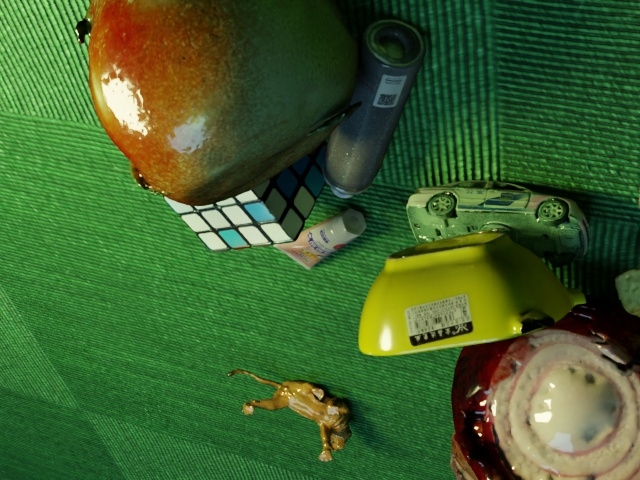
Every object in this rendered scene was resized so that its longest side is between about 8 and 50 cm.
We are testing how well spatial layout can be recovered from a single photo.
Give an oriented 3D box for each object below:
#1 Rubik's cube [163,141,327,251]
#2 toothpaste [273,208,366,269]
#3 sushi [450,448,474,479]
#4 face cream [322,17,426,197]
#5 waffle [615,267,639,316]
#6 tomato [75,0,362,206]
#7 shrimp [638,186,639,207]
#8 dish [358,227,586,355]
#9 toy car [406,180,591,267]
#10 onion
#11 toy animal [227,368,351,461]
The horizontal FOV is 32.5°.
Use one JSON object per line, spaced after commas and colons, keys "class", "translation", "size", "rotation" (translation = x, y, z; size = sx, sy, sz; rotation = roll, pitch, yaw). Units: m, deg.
{"class": "Rubik's cube", "translation": [-0.100, -0.093, 1.404], "size": [0.155, 0.151, 0.154], "rotation": [-7, 134, 41]}
{"class": "toothpaste", "translation": [0.000, 0.000, 1.570], "size": [0.067, 0.043, 0.194], "rotation": [34, 152, -15]}
{"class": "sushi", "translation": [0.318, 0.323, 1.734], "size": [0.161, 0.241, 0.107], "rotation": [51, 170, 39]}
{"class": "face cream", "translation": [0.055, -0.142, 1.301], "size": [0.073, 0.073, 0.283], "rotation": [24, 147, 3]}
{"class": "waffle", "translation": [0.485, 0.037, 1.233], "size": [0.168, 0.057, 0.274], "rotation": [13, 153, -27]}
{"class": "tomato", "translation": [-0.093, -0.187, 1.148], "size": [0.239, 0.303, 0.303], "rotation": [-16, 131, 25]}
{"class": "shrimp", "translation": [0.421, -0.079, 1.158], "size": [0.152, 0.063, 0.287], "rotation": [12, 148, 16]}
{"class": "dish", "translation": [0.163, 0.053, 1.294], "size": [0.262, 0.221, 0.108], "rotation": [-10, 96, 34]}
{"class": "toy car", "translation": [0.220, -0.027, 1.350], "size": [0.224, 0.076, 0.090], "rotation": [4, 141, 23]}
{"class": "onion", "translation": [0.333, 0.226, 1.421], "size": [0.341, 0.341, 0.341], "rotation": [17, 146, 12]}
{"class": "toy animal", "translation": [-0.044, 0.282, 1.956], "size": [0.255, 0.114, 0.116], "rotation": [33, -171, -4]}
